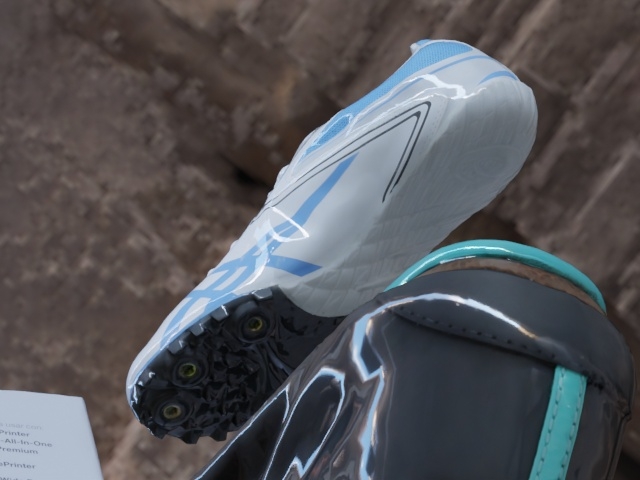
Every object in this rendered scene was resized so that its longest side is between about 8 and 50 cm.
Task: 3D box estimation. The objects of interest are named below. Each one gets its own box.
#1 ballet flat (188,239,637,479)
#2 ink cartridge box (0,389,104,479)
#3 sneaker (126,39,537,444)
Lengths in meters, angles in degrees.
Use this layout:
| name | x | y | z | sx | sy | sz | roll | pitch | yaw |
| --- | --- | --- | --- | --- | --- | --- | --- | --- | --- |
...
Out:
| name | x | y | z | sx | sy | sz | roll | pitch | yaw |
| --- | --- | --- | --- | --- | --- | --- | --- | --- | --- |
| ballet flat | -0.011 | 0.103 | 0.451 | 0.280 | 0.095 | 0.096 | 124 | 159 | -51 |
| ink cartridge box | -0.200 | 0.264 | 0.976 | 0.129 | 0.307 | 0.223 | 7 | -61 | -22 |
| sneaker | 0.000 | 0.000 | 0.766 | 0.237 | 0.086 | 0.085 | -44 | -49 | -10 |
